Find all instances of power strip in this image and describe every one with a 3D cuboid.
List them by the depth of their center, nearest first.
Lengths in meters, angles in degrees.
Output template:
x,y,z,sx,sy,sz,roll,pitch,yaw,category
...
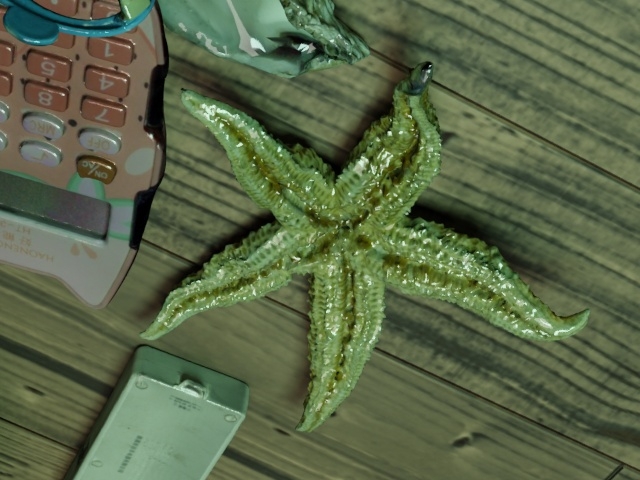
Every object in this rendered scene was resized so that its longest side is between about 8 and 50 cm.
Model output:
x,y,z,sx,sy,sz,roll,pitch,yaw,category
-0.181,0.234,1.526,0.106,0.043,0.367,23,127,-13,power strip

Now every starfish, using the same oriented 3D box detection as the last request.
x,y,z,sx,sy,sz,roll,pitch,yaw,category
-0.001,-0.002,1.301,0.358,0.078,0.347,-12,130,26,starfish

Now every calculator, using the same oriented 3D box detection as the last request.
x,y,z,sx,sy,sz,roll,pitch,yaw,category
-0.214,-0.097,1.235,0.220,0.048,0.329,18,133,4,calculator

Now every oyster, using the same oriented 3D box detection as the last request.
x,y,z,sx,sy,sz,roll,pitch,yaw,category
-0.072,-0.205,1.133,0.252,0.087,0.199,19,140,0,oyster

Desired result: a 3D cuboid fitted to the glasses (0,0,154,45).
x,y,z,sx,sy,sz,roll,pitch,yaw,category
-0.171,-0.255,1.063,0.239,0.102,0.207,43,116,2,glasses
